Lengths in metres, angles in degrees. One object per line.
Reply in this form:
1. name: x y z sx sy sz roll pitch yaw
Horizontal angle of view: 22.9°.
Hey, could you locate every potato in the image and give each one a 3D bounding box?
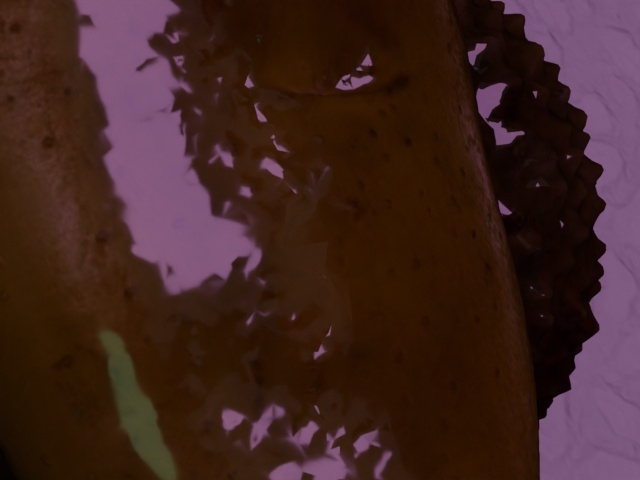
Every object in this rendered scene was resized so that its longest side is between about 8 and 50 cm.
1. potato: -0.032 -0.024 0.472 0.195 0.176 0.369 47 23 -77

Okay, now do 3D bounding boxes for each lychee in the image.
1. lychee: 0.000 0.000 0.693 0.267 0.267 0.268 18 52 -25

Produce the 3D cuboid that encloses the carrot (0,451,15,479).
1. carrot: -0.208 0.068 0.499 0.241 0.241 0.341 -1 60 -36
